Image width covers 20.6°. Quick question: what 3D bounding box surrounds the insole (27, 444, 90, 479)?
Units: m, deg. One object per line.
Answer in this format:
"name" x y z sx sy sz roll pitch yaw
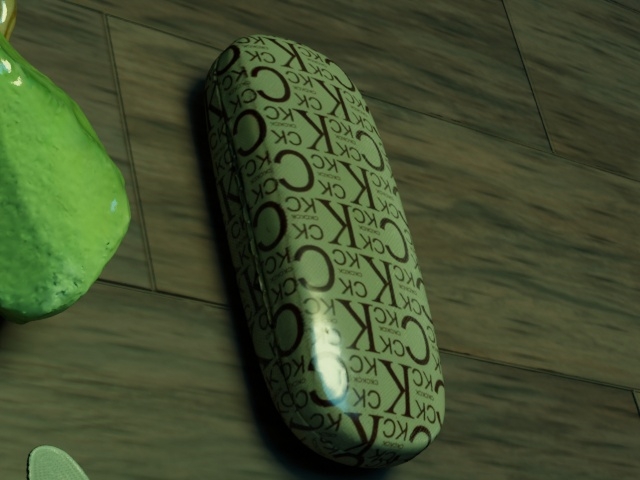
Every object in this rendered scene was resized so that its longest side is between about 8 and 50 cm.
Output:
"insole" -0.139 0.190 1.049 0.053 0.002 0.153 2 58 -45

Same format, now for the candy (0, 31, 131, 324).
"candy" -0.247 -0.105 1.029 0.132 0.142 0.343 -46 119 -15

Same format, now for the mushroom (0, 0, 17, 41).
"mushroom" -0.312 -0.176 1.111 0.247 0.096 0.108 30 41 -31

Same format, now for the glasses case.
"glasses case" 0.000 0.000 1.281 0.137 0.085 0.355 14 49 -39
